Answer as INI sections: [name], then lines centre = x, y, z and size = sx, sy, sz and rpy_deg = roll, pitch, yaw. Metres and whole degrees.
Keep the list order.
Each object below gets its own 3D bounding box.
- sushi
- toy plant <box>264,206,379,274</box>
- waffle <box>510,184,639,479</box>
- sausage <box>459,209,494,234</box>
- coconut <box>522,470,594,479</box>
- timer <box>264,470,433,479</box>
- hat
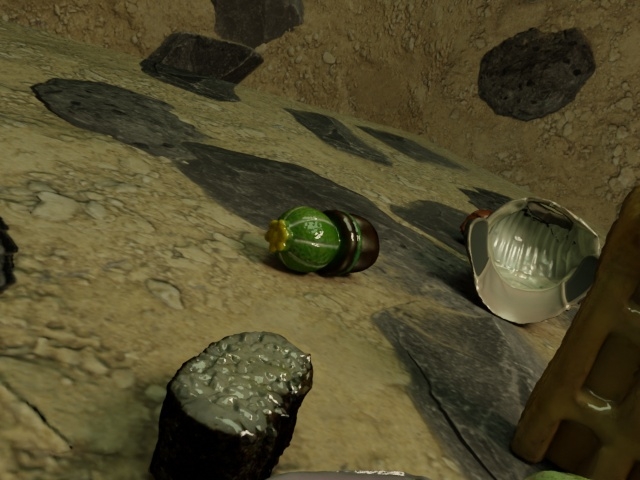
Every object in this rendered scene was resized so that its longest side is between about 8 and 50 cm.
[sushi]
centre = -0.060, 0.121, 0.445
size = 0.090, 0.078, 0.150
rpy_deg = 18, 18, 8
[toy plant]
centre = 0.000, 0.000, 0.850
size = 0.162, 0.092, 0.093
rpy_deg = 8, 23, -40
[waffle]
centre = 0.365, 0.144, 0.526
size = 0.348, 0.304, 0.077
rpy_deg = 31, 20, 31
[sausage]
centre = 0.462, 0.014, 1.366
size = 0.330, 0.102, 0.102
rpy_deg = 19, 18, -11
[coconut]
centre = 0.185, 0.214, 0.473
size = 0.083, 0.081, 0.082
rpy_deg = 18, 47, -64
[timer]
centre = 0.043, 0.208, 0.332
size = 0.191, 0.069, 0.208
rpy_deg = 10, 22, -26
[hat]
centre = 0.355, 0.046, 1.071
size = 0.232, 0.161, 0.275
rpy_deg = 16, 39, 17
